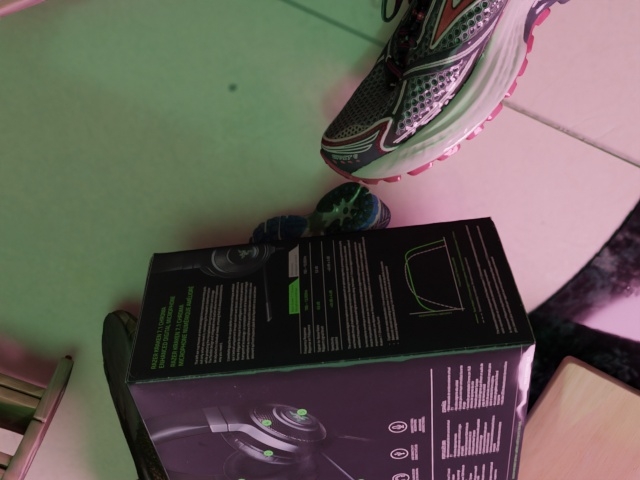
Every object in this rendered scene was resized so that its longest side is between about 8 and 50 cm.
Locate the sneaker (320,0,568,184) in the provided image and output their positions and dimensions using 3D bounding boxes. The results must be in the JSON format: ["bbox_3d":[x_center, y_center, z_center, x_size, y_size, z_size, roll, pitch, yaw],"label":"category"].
[{"bbox_3d":[0.090,-0.171,0.483,0.112,0.121,0.299,28,108,-27],"label":"sneaker"}]

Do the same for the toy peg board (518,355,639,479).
[{"bbox_3d":[0.261,0.197,0.677,0.160,0.079,0.161,27,110,6],"label":"toy peg board"}]

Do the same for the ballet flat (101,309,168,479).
[{"bbox_3d":[-0.148,0.171,0.663,0.058,0.084,0.250,-19,115,-28],"label":"ballet flat"}]

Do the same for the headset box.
[{"bbox_3d":[0.005,0.128,0.574,0.283,0.131,0.246,-7,130,3],"label":"headset box"}]

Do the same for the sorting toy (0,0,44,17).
[{"bbox_3d":[-0.148,-0.275,0.399,0.257,0.089,0.255,-13,104,15],"label":"sorting toy"}]

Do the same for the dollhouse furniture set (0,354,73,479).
[{"bbox_3d":[-0.318,0.178,0.647,0.129,0.129,0.184,23,135,-10],"label":"dollhouse furniture set"}]

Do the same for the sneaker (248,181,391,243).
[{"bbox_3d":[0.000,0.000,0.596,0.135,0.058,0.052,-22,69,30],"label":"sneaker"}]
